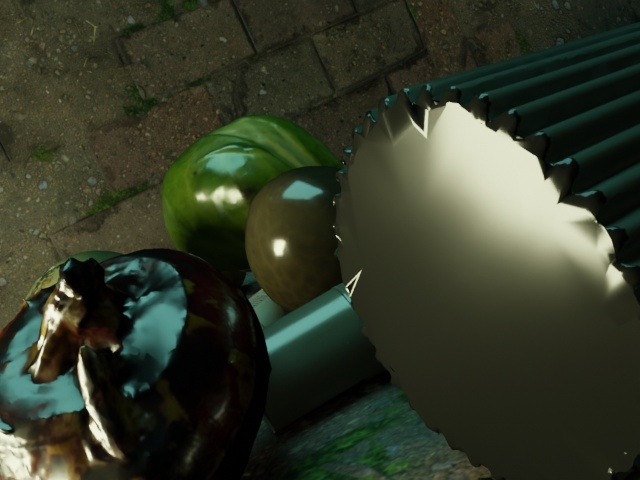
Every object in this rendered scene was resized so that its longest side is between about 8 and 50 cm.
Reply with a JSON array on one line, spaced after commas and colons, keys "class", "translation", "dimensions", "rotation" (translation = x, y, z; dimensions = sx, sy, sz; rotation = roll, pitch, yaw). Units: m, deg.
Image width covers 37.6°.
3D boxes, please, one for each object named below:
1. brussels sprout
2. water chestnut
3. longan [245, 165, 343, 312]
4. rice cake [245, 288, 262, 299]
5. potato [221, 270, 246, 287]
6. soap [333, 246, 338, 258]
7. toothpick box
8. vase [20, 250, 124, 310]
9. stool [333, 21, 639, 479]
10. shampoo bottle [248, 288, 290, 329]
[{"class": "brussels sprout", "translation": [-0.109, -0.069, 1.745], "dimensions": [0.372, 0.314, 0.276], "rotation": [5, 25, 12]}, {"class": "water chestnut", "translation": [-0.191, 0.127, 0.876], "dimensions": [0.300, 0.300, 0.300], "rotation": [-24, 9, 4]}, {"class": "longan", "translation": [0.000, 0.000, 1.171], "dimensions": [0.198, 0.198, 0.212], "rotation": [-29, -8, -26]}, {"class": "rice cake", "translation": [-0.140, 0.117, 1.717], "dimensions": [0.208, 0.033, 0.033], "rotation": [-18, 21, 44]}, {"class": "potato", "translation": [-0.221, 0.073, 1.943], "dimensions": [0.161, 0.128, 0.235], "rotation": [-43, 17, -12]}, {"class": "soap", "translation": [0.151, 0.007, 0.946], "dimensions": [0.199, 0.182, 0.138], "rotation": [-40, 2, 26]}, {"class": "toothpick box", "translation": [0.001, 0.121, 1.040], "dimensions": [0.181, 0.111, 0.111], "rotation": [-28, 9, -13]}, {"class": "vase", "translation": [-0.379, 0.195, 1.434], "dimensions": [0.329, 0.241, 0.302], "rotation": [-52, 8, 32]}, {"class": "stool", "translation": [0.227, -0.016, 0.708], "dimensions": [0.330, 0.297, 0.297], "rotation": [-24, 7, -30]}, {"class": "shampoo bottle", "translation": [-0.100, 0.146, 1.196], "dimensions": [0.104, 0.104, 0.278], "rotation": [-19, 11, 35]}]
